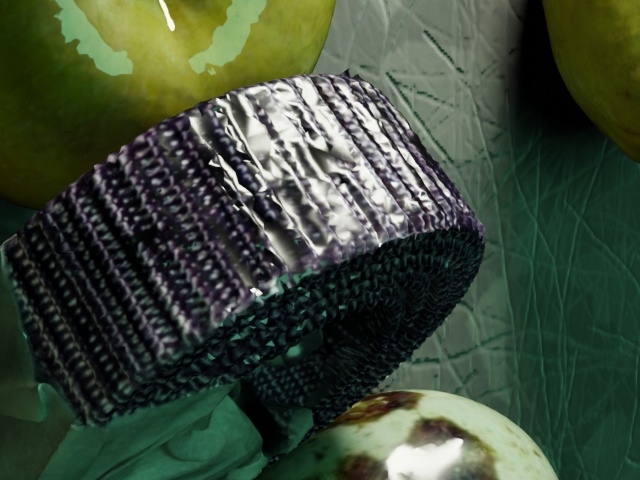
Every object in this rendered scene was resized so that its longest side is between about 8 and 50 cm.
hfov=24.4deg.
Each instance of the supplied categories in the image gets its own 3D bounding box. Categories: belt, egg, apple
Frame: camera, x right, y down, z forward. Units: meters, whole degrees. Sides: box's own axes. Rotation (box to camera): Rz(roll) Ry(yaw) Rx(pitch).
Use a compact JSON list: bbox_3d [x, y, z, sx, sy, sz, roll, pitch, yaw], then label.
[{"bbox_3d":[-0.048,0.045,0.710,0.260,0.325,0.122,-30,75,-14],"label":"belt"},{"bbox_3d":[0.046,0.176,0.900,0.231,0.169,0.169,3,93,-33],"label":"egg"},{"bbox_3d":[-0.105,-0.144,0.693,0.261,0.194,0.261,-8,104,-32],"label":"apple"}]

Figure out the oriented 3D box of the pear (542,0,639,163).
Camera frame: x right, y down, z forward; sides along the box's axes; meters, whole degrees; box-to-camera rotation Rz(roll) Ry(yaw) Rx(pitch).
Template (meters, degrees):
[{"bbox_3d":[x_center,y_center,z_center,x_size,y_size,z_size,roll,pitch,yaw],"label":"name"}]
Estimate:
[{"bbox_3d":[0.278,-0.185,1.027,0.269,0.269,0.321,41,54,-38],"label":"pear"}]
